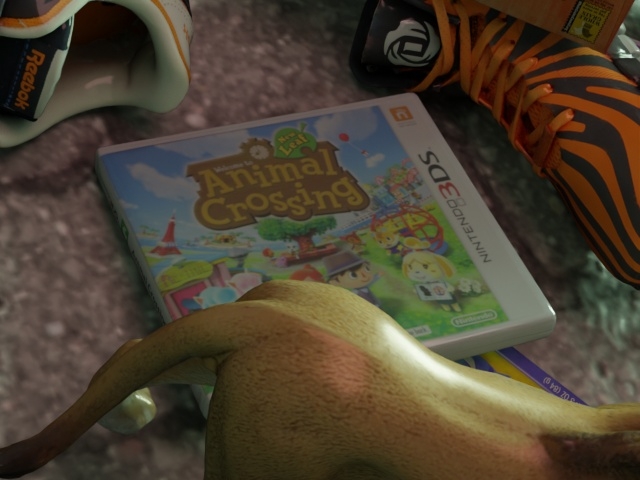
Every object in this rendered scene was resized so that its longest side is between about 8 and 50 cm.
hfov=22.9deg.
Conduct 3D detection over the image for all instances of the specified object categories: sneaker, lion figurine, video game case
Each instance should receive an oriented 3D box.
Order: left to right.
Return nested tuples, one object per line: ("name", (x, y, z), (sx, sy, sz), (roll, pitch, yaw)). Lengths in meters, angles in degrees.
("sneaker", (-0.214, -0.131, 0.872), (0.321, 0.126, 0.127), (-2, 53, -29))
("video game case", (0.000, 0.000, 0.907), (0.212, 0.023, 0.193), (-12, 51, -22))
("lion figurine", (0.061, 0.096, 0.706), (0.392, 0.240, 0.142), (12, 55, -17))
("sneaker", (0.118, -0.096, 1.028), (0.180, 0.124, 0.321), (-1, 48, -21))

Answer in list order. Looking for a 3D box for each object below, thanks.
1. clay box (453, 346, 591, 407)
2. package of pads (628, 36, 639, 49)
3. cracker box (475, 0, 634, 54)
("clay box", (0.047, 0.137, 0.862), (0.127, 0.053, 0.222), (37, 49, 3))
("package of pads", (0.239, -0.115, 1.143), (0.083, 0.032, 0.050), (18, 48, -15))
("cracker box", (0.146, -0.239, 1.033), (0.155, 0.067, 0.232), (23, 48, 1))
